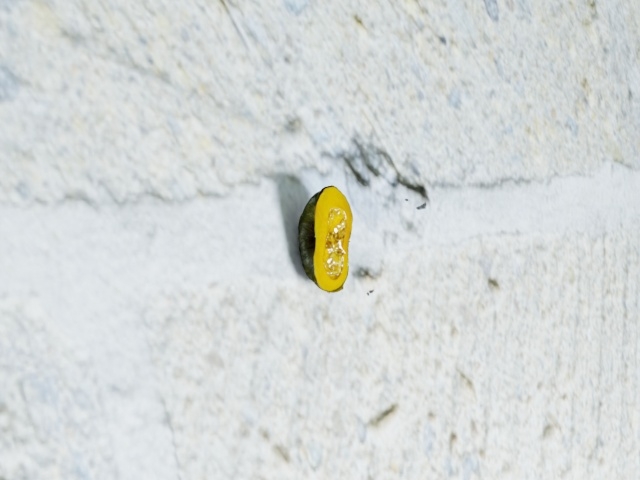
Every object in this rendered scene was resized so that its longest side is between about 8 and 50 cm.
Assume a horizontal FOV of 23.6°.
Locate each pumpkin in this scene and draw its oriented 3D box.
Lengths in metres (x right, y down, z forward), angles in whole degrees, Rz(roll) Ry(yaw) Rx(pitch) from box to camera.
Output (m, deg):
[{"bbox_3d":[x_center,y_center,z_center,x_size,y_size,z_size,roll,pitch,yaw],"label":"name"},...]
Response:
[{"bbox_3d":[0.000,0.000,1.176,0.050,0.028,0.083,17,71,-53],"label":"pumpkin"}]
